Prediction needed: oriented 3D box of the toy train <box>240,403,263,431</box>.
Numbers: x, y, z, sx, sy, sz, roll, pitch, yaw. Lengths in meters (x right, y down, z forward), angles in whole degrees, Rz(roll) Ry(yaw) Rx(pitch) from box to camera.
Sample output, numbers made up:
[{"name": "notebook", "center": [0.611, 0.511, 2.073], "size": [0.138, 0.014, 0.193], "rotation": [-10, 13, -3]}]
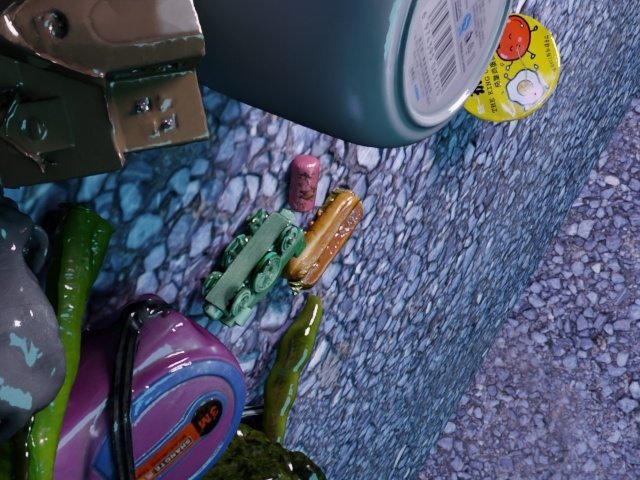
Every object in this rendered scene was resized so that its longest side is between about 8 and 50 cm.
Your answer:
[{"name": "toy train", "center": [-0.147, 0.291, 1.045], "size": [0.252, 0.048, 0.055], "rotation": [11, 102, -55]}]

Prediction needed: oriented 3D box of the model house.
[{"name": "model house", "center": [-0.214, -0.123, 0.440], "size": [0.248, 0.176, 0.181], "rotation": [-16, 103, -18]}]

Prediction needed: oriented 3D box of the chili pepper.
[{"name": "chili pepper", "center": [-0.239, 0.144, 0.588], "size": [0.085, 0.076, 0.359], "rotation": [106, -11, -74]}]

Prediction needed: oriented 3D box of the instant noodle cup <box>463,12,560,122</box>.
[{"name": "instant noodle cup", "center": [0.333, -0.292, 1.183], "size": [0.144, 0.182, 0.182], "rotation": [-5, 120, -67]}]

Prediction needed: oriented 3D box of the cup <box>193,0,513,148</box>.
[{"name": "cup", "center": [0.041, -0.253, 0.615], "size": [0.357, 0.274, 0.259], "rotation": [-39, 145, -34]}]

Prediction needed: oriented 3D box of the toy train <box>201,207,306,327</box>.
[{"name": "toy train", "center": [-0.089, 0.038, 0.887], "size": [0.178, 0.071, 0.104], "rotation": [-54, 162, -16]}]

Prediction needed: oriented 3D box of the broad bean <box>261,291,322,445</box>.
[{"name": "broad bean", "center": [-0.057, 0.224, 1.071], "size": [0.043, 0.060, 0.297], "rotation": [82, 24, -77]}]

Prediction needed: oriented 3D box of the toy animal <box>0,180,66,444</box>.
[{"name": "toy animal", "center": [-0.270, 0.032, 0.526], "size": [0.082, 0.137, 0.269], "rotation": [6, 70, -57]}]

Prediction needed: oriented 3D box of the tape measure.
[{"name": "tape measure", "center": [-0.208, 0.181, 0.748], "size": [0.231, 0.149, 0.245], "rotation": [-43, 140, -25]}]

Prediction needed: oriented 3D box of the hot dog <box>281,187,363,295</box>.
[{"name": "hot dog", "center": [0.000, 0.000, 1.009], "size": [0.188, 0.055, 0.072], "rotation": [-53, 148, -14]}]

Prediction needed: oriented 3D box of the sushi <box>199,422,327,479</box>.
[{"name": "sushi", "center": [-0.171, 0.426, 0.888], "size": [0.352, 0.178, 0.294], "rotation": [-14, 114, -39]}]

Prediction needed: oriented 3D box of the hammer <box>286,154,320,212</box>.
[{"name": "hammer", "center": [-0.024, -0.078, 0.917], "size": [0.043, 0.043, 0.083], "rotation": [-31, 142, -43]}]
